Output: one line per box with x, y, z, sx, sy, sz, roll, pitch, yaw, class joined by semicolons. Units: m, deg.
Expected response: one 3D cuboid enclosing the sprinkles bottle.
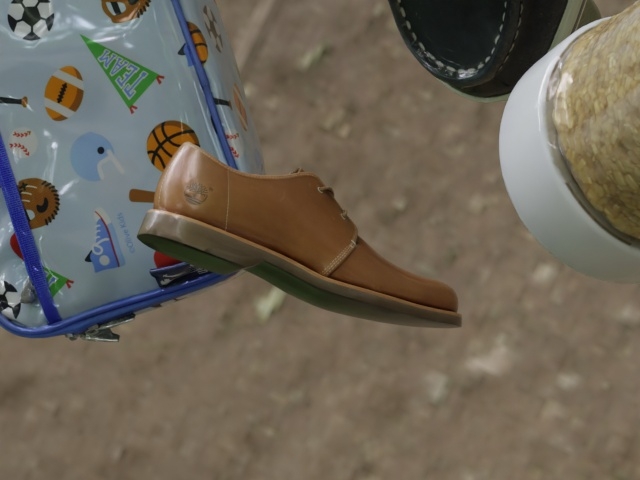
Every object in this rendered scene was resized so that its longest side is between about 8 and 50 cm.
0.204;-0.084;0.764;0.355;0.121;0.121;-36;30;61;sprinkles bottle

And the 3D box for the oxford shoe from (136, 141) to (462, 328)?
0.000;0.000;1.148;0.076;0.212;0.076;-11;59;63;oxford shoe

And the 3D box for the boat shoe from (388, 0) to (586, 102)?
0.052;-0.280;1.099;0.156;0.186;0.500;-40;-41;-31;boat shoe

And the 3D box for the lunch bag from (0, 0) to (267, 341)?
-0.175;-0.076;1.424;0.115;0.243;0.303;-24;-83;-79;lunch bag

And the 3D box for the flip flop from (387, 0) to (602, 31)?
0.143;-0.175;1.421;0.080;0.277;0.112;13;82;35;flip flop
